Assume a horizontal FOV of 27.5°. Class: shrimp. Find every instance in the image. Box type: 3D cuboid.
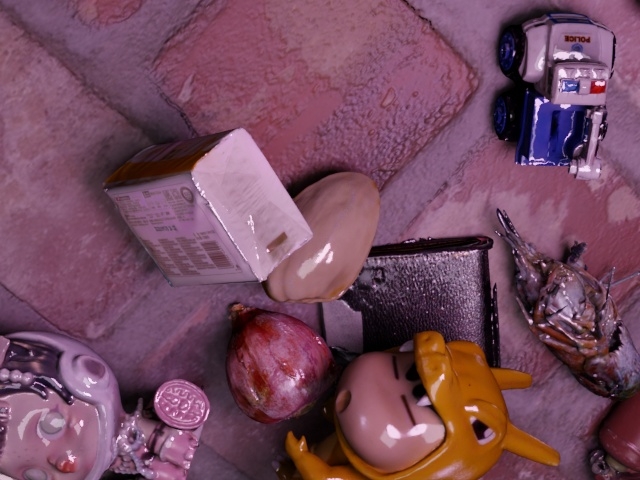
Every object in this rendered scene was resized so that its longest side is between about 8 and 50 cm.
[{"bbox_3d":[0.380,0.081,1.924,0.172,0.137,0.372,-46,122,-29],"label":"shrimp"}]

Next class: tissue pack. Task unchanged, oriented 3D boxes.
[{"bbox_3d":[-0.153,-0.042,1.747,0.124,0.225,0.185,-43,112,-32],"label":"tissue pack"}]

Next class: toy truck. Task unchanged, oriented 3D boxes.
[{"bbox_3d":[0.333,-0.198,1.784,0.161,0.177,0.213,0,110,-6],"label":"toy truck"}]

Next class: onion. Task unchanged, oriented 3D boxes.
[{"bbox_3d":[-0.075,0.168,1.889,0.159,0.159,0.195,-38,80,7],"label":"onion"}]

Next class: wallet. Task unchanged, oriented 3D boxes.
[{"bbox_3d":[0.132,0.111,1.929,0.262,0.071,0.220,-5,111,2],"label":"wallet"}]

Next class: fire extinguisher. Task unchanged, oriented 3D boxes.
[{"bbox_3d":[0.525,0.272,2.021,0.147,0.106,0.337,22,108,-40],"label":"fire extinguisher"}]

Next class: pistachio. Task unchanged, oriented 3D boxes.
[{"bbox_3d":[0.000,0.000,1.828,0.144,0.144,0.215,40,75,-18],"label":"pistachio"}]

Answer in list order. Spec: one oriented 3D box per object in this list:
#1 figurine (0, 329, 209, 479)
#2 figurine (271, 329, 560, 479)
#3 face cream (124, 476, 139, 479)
[{"bbox_3d":[-0.343,0.262,1.845,0.361,0.211,0.253,14,101,-13],"label":"figurine"},{"bbox_3d":[0.108,0.300,1.852,0.387,0.401,0.268,-37,76,21],"label":"figurine"},{"bbox_3d":[-0.342,0.453,1.979,0.349,0.081,0.173,-14,111,-2],"label":"face cream"}]
